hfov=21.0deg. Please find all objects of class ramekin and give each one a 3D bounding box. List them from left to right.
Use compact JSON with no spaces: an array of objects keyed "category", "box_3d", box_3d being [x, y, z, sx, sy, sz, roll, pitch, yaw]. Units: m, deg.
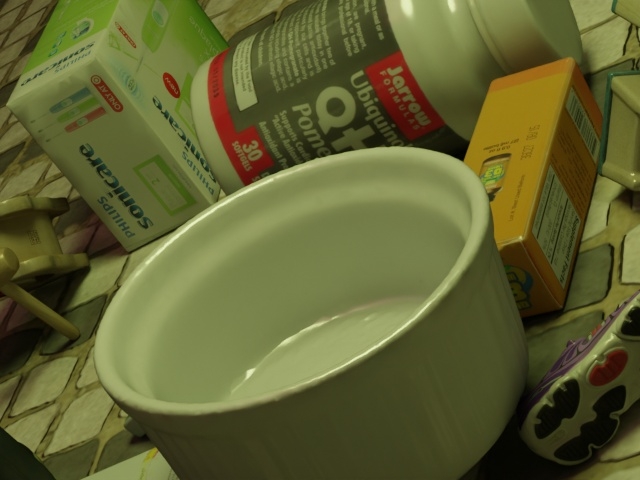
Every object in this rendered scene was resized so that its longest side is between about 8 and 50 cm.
[{"category":"ramekin","box_3d":[0.003,0.070,1.141,0.277,0.135,0.277,-20,29,12]}]

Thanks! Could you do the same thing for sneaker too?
[{"category":"sneaker","box_3d":[-0.301,0.181,1.493,0.083,0.118,0.222,-48,27,-21]},{"category":"sneaker","box_3d":[0.190,0.068,1.108,0.170,0.068,0.071,-38,19,0]}]

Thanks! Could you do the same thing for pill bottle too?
[{"category":"pill bottle","box_3d":[0.059,-0.143,1.504,0.318,0.176,0.176,-25,28,26]}]

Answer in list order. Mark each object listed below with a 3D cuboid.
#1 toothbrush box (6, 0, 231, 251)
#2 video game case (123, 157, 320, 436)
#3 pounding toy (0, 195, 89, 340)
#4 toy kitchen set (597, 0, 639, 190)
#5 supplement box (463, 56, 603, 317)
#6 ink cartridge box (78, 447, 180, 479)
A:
[{"category":"toothbrush box","box_3d":[-0.194,-0.160,1.830,0.122,0.206,0.283,-25,27,23]},{"category":"video game case","box_3d":[-0.078,0.049,1.448,0.212,0.023,0.193,-46,13,46]},{"category":"pounding toy","box_3d":[-0.328,0.049,1.728,0.154,0.155,0.269,-21,-3,11]},{"category":"toy kitchen set","box_3d":[0.311,-0.132,1.294,0.207,0.166,0.122,-3,22,-14]},{"category":"supplement box","box_3d":[0.156,-0.040,1.315,0.078,0.080,0.233,-14,32,30]},{"category":"ink cartridge box","box_3d":[-0.112,0.212,1.246,0.175,0.072,0.127,-25,28,24]}]
